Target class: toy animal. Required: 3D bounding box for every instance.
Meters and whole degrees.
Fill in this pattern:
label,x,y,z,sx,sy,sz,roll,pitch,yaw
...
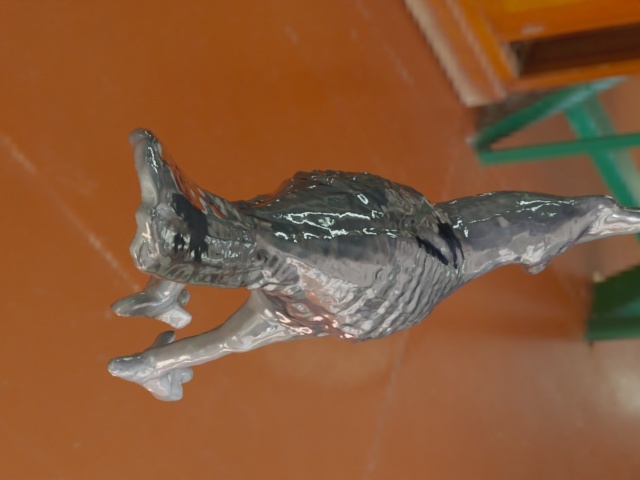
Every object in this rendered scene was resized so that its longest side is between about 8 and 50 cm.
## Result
label,x,y,z,sx,sy,sz,roll,pitch,yaw
toy animal,-0.015,0.012,0.722,0.367,0.206,0.081,2,69,-51
